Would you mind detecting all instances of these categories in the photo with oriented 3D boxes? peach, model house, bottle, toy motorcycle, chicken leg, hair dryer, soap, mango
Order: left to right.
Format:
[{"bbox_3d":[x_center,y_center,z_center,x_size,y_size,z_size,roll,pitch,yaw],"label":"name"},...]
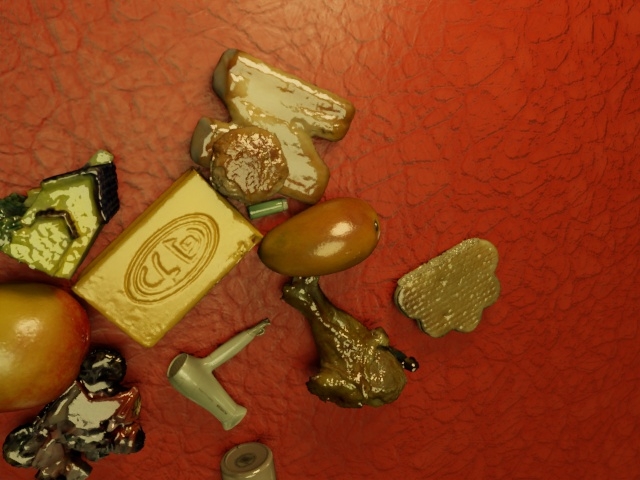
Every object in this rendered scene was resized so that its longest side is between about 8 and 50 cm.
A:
[{"bbox_3d":[-0.524,0.180,0.856,0.231,0.231,0.230,-3,102,-16],"label":"peach"},{"bbox_3d":[-0.442,-0.069,0.848,0.170,0.194,0.211,35,91,-17],"label":"model house"},{"bbox_3d":[-0.494,0.406,0.965,0.401,0.134,0.207,-45,103,-5],"label":"toy motorcycle"},{"bbox_3d":[-0.288,0.032,0.965,0.324,0.096,0.204,-46,109,-3],"label":"soap"},{"bbox_3d":[-0.183,0.270,1.073,0.237,0.075,0.206,-45,116,-12],"label":"hair dryer"},{"bbox_3d":[-0.148,0.594,1.110,0.121,0.120,0.252,-12,105,-14],"label":"bottle"},{"bbox_3d":[-0.111,-0.068,1.032,0.084,0.030,0.030,-16,105,-14],"label":"bottle"},{"bbox_3d":[0.005,0.000,0.997,0.255,0.175,0.139,-24,106,-18],"label":"mango"},{"bbox_3d":[0.032,0.238,1.088,0.361,0.140,0.211,41,67,-10],"label":"chicken leg"}]

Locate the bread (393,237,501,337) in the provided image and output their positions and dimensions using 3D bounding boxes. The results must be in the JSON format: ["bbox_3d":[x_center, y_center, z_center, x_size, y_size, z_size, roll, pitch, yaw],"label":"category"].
[{"bbox_3d":[0.315,0.128,1.183,0.287,0.056,0.207,-24,104,-10],"label":"bread"}]

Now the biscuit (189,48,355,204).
[{"bbox_3d":[-0.094,-0.221,0.989,0.291,0.062,0.236,17,97,-18],"label":"biscuit"}]

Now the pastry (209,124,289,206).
[{"bbox_3d":[-0.132,-0.141,0.921,0.154,0.081,0.153,-4,104,-15],"label":"pastry"}]
